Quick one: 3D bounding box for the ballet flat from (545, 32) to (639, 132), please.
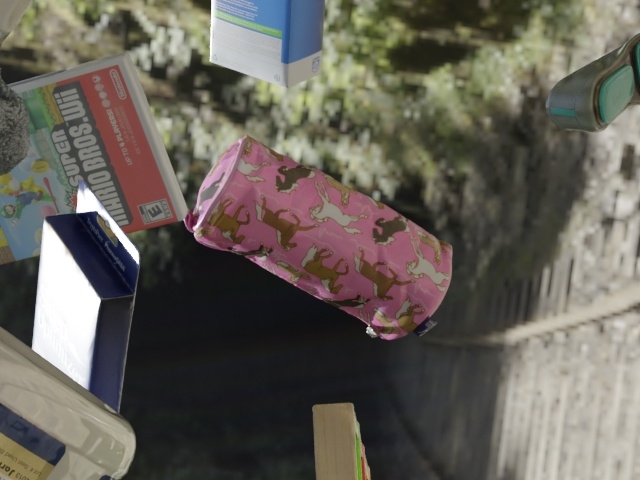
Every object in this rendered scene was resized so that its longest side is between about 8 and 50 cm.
[{"bbox_3d":[0.282,-0.157,1.469,0.213,0.068,0.072,-30,-64,-49],"label":"ballet flat"}]

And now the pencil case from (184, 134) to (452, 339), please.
[{"bbox_3d":[0.000,0.000,2.180,0.160,0.386,0.167,-37,28,56],"label":"pencil case"}]

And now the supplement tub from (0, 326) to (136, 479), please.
[{"bbox_3d":[-0.301,0.201,1.049,0.316,0.228,0.228,-55,-4,-8],"label":"supplement tub"}]

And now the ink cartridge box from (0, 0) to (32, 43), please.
[{"bbox_3d":[-0.233,-0.159,0.821,0.086,0.153,0.208,-62,18,-19],"label":"ink cartridge box"}]

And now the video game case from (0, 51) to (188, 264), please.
[{"bbox_3d":[-0.317,-0.086,1.757,0.025,0.285,0.204,-67,-39,-64],"label":"video game case"}]

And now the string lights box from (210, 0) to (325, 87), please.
[{"bbox_3d":[-0.064,-0.336,1.909,0.077,0.133,0.259,-29,-48,-46],"label":"string lights box"}]

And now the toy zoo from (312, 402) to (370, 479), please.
[{"bbox_3d":[0.023,0.246,1.138,0.293,0.030,0.192,77,-171,-71],"label":"toy zoo"}]

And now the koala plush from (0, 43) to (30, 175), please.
[{"bbox_3d":[-0.380,-0.189,1.549,0.196,0.203,0.221,-38,39,50],"label":"koala plush"}]

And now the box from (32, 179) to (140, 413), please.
[{"bbox_3d":[-0.207,0.074,1.315,0.136,0.037,0.225,46,134,46],"label":"box"}]
